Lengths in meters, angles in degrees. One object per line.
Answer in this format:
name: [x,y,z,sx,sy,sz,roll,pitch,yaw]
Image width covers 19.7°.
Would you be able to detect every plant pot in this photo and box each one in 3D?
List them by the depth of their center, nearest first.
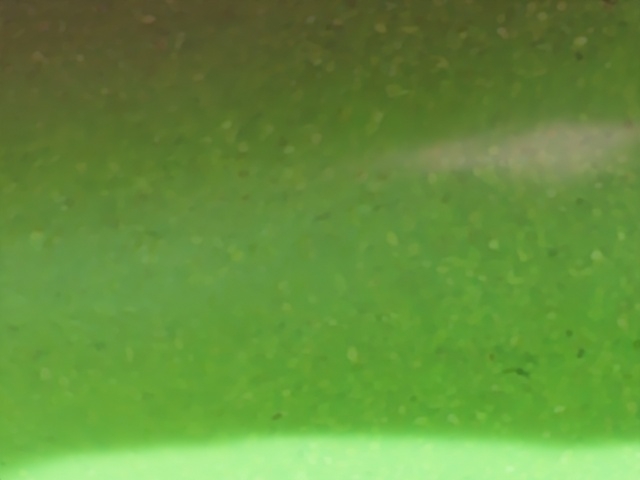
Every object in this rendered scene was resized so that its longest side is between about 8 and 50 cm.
plant pot: [0.000,0.000,0.469,0.254,0.276,0.276,-5,76,-4]
